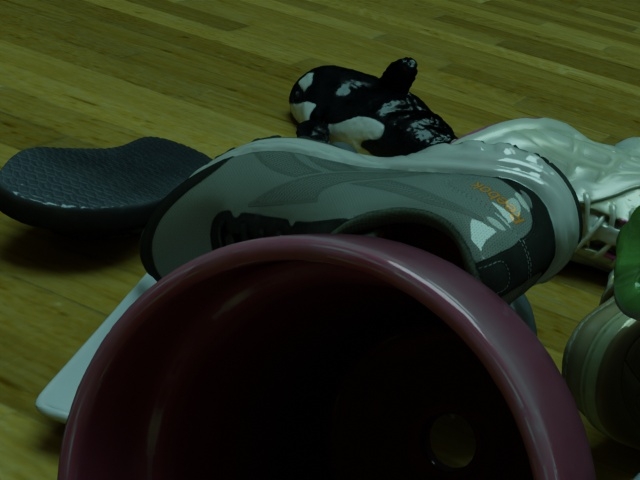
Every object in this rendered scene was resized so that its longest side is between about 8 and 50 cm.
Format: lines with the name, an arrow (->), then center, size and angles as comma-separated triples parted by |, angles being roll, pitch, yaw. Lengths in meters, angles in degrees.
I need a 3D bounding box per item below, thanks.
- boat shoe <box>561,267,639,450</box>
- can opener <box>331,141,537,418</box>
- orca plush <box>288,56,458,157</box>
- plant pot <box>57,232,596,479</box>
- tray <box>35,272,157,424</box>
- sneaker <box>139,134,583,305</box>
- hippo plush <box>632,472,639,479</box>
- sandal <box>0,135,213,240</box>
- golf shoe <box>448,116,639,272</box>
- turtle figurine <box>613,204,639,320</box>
boat shoe -> 0.229, 0.061, 0.759 | 0.098, 0.109, 0.302 | 22, 19, 37
can opener -> 0.068, 0.019, 0.752 | 0.074, 0.093, 0.280 | 27, 20, -34
orca plush -> 0.063, -0.125, 1.111 | 0.151, 0.102, 0.287 | 2, 25, -22
plant pot -> 0.025, 0.098, 0.480 | 0.201, 0.201, 0.180 | 23, 9, 25
tray -> -0.055, 0.065, 0.703 | 0.145, 0.030, 0.270 | 15, 23, 6
sneaker -> 0.000, 0.000, 0.641 | 0.272, 0.100, 0.108 | -3, 22, 34
hippo plush -> 0.177, 0.129, 0.396 | 0.294, 0.236, 0.234 | 44, 48, 13
sandal -> -0.150, -0.031, 0.871 | 0.097, 0.054, 0.254 | 27, 16, 16
golf shoe -> 0.226, -0.027, 0.955 | 0.306, 0.115, 0.140 | -1, 29, -25
turtle figurine -> 0.304, 0.024, 0.604 | 0.266, 0.274, 0.198 | 29, 13, -26
